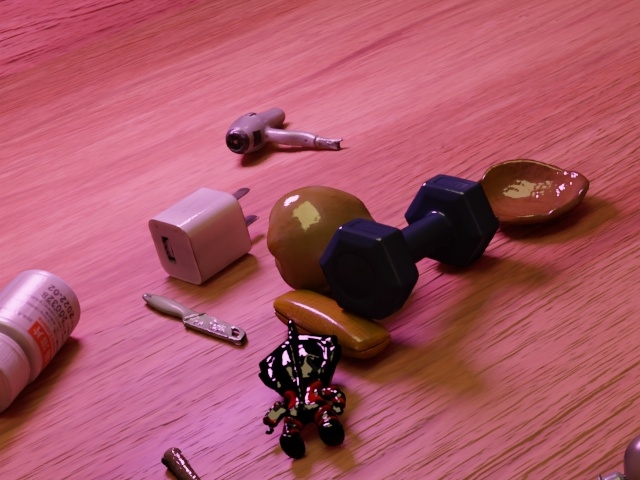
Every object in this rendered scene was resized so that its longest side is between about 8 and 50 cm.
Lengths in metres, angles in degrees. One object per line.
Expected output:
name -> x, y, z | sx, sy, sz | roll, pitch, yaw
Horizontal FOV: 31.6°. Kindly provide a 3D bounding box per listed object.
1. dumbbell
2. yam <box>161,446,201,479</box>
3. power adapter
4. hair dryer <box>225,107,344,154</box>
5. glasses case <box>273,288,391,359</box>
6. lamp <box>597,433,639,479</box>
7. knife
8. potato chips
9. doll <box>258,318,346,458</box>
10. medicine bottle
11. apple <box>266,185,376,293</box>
dumbbell -> 0.148, 0.005, 1.816 | 0.144, 0.160, 0.325 | -23, 4, 43
yam -> -0.180, 0.324, 1.559 | 0.033, 0.027, 0.129 | -28, 31, -23
power adapter -> -0.198, -0.026, 2.121 | 0.125, 0.130, 0.205 | 14, 37, 43
hair dryer -> -0.071, -0.250, 2.573 | 0.267, 0.092, 0.229 | 3, 23, 3
glasses case -> 0.013, 0.131, 1.786 | 0.079, 0.064, 0.234 | -25, 29, -31
lamp -> 0.360, 0.281, 1.324 | 0.163, 0.091, 0.091 | -25, 25, 13
knife -> -0.224, 0.133, 1.951 | 0.293, 0.020, 0.043 | 16, 38, 43
potato chips -> 0.370, -0.075, 2.006 | 0.208, 0.062, 0.195 | -10, 33, 5
doll -> -0.027, 0.210, 1.648 | 0.127, 0.088, 0.249 | 1, 34, -14
medicine bottle -> -0.516, 0.167, 1.897 | 0.144, 0.144, 0.252 | -3, 27, 21
apple -> 0.000, 0.000, 1.923 | 0.200, 0.200, 0.200 | -12, 27, 6
